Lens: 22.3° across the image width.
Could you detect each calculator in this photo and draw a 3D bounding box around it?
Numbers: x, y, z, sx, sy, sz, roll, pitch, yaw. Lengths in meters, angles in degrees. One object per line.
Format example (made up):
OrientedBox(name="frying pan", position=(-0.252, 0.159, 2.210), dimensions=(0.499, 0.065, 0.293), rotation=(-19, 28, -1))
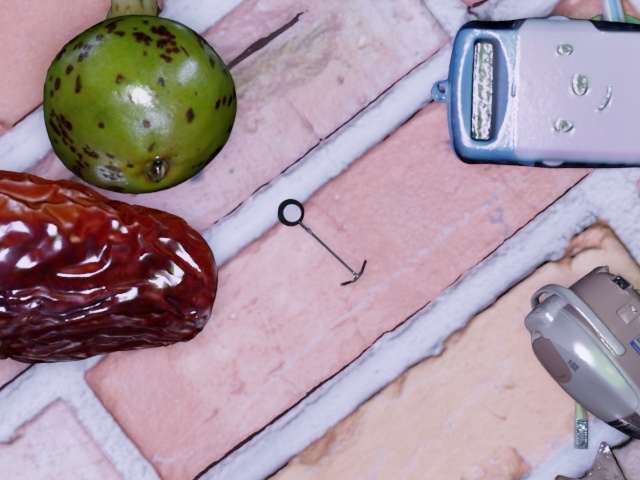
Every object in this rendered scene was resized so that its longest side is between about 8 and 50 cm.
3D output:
OrientedBox(name="calculator", position=(0.271, -0.167, 1.839), dimensions=(0.293, 0.051, 0.173), rotation=(2, 97, 3))

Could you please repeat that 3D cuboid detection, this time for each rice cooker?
OrientedBox(name="rice cooker", position=(0.323, 0.125, 1.815), dimensions=(0.127, 0.145, 0.206), rotation=(-35, 87, -14))

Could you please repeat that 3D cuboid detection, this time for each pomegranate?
OrientedBox(name="pomegranate", position=(-0.199, -0.168, 1.770), dimensions=(0.211, 0.211, 0.263), rotation=(-9, 57, -3))

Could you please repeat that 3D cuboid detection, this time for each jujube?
OrientedBox(name="jujube", position=(-0.283, 0.031, 1.760), dimensions=(0.342, 0.216, 0.216), rotation=(8, 90, -9))

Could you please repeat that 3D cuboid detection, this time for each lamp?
OrientedBox(name="lamp", position=(-0.001, -0.001, 1.839), dimensions=(0.121, 0.054, 0.041), rotation=(44, 88, -2))

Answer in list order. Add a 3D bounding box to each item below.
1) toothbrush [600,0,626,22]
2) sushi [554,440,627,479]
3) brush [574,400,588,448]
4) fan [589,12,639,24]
OrientedBox(name="toothbrush", position=(0.323, -0.334, 1.859), dimensions=(0.040, 0.040, 0.386), rotation=(-12, 90, -3))
OrientedBox(name="sushi", position=(0.334, 0.369, 1.832), dimensions=(0.134, 0.109, 0.273), rotation=(2, 90, -3))
OrientedBox(name="brush", position=(0.301, 0.200, 1.878), dimensions=(0.016, 0.013, 0.084), rotation=(0, 89, 0))
OrientedBox(name="fan", position=(0.311, -0.207, 1.879), dimensions=(0.175, 0.005, 0.113), rotation=(0, 90, -3))
